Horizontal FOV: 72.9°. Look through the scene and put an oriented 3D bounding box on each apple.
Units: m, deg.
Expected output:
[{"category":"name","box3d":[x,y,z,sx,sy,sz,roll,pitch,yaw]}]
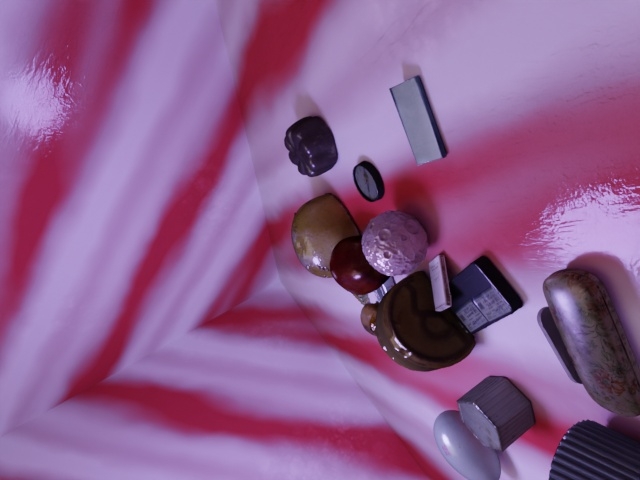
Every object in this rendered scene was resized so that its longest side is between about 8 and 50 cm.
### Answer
[{"category":"apple","box3d":[0.194,0.115,2.060,0.288,0.288,0.317,63,152,-4]}]

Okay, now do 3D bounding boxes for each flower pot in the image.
[{"category":"flower pot","box3d":[0.680,0.670,1.692,0.209,0.189,0.239,60,161,6]}]

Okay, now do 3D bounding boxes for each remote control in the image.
[{"category":"remote control","box3d":[0.714,0.306,1.269,0.245,0.077,0.022,61,163,2]}]

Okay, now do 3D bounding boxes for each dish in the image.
[{"category":"dish","box3d":[0.326,0.255,2.202,0.151,0.077,0.212,15,130,66]}]

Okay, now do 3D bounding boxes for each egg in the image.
[{"category":"egg","box3d":[0.689,0.972,2.032,0.371,0.230,0.230,50,159,16]}]

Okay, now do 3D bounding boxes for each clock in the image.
[{"category":"clock","box3d":[0.204,-0.251,1.868,0.184,0.040,0.184,51,158,30]}]

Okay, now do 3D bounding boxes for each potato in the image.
[{"category":"potato","box3d":[0.000,0.000,2.342,0.442,0.319,0.385,64,160,0]}]

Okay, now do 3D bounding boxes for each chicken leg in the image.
[{"category":"chicken leg","box3d":[0.401,0.478,2.258,0.409,0.182,0.295,16,143,43]}]

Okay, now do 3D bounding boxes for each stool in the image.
[{"category":"stool","box3d":[0.849,0.689,1.153,0.330,0.297,0.297,4,120,63]}]

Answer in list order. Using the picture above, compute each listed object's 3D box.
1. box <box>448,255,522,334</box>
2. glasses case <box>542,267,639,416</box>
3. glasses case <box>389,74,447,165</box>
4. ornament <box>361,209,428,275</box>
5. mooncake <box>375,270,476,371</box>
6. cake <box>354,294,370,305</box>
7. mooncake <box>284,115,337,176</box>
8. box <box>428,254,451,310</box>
[{"category":"box","box3d":[0.563,0.208,1.561,0.211,0.058,0.350,54,160,16]},{"category":"glasses case","box3d":[0.728,0.271,1.151,0.425,0.098,0.156,64,158,-6]},{"category":"glasses case","box3d":[0.321,-0.383,1.390,0.105,0.056,0.266,-10,109,45]},{"category":"ornament","box3d":[0.292,0.004,1.684,0.259,0.259,0.225,57,142,13]},{"category":"mooncake","box3d":[0.438,0.343,1.814,0.394,0.393,0.246,18,153,2]},{"category":"cake","box3d":[0.237,0.306,2.563,0.225,0.090,0.109,50,166,-29]},{"category":"mooncake","box3d":[-0.052,-0.446,2.096,0.306,0.154,0.306,52,162,25]},{"category":"box","box3d":[0.460,0.165,1.667,0.109,0.029,0.198,108,160,-69]}]
